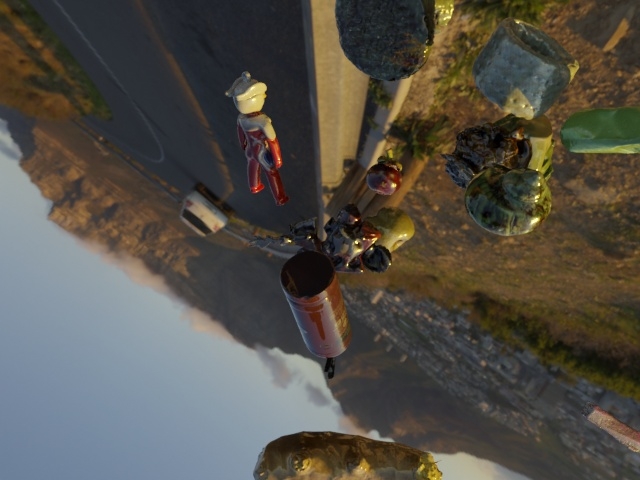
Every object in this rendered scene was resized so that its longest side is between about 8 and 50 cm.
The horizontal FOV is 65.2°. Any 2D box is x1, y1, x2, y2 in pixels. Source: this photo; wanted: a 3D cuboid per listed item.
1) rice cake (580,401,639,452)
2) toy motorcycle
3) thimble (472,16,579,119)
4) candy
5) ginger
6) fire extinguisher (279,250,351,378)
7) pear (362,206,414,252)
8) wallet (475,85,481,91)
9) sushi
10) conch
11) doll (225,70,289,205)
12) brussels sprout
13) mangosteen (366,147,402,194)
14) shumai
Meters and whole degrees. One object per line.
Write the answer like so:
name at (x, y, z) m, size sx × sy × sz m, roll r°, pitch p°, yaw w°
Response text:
rice cake at (0.694, 0.438, 1.157) m, size 0.206 × 0.047 × 0.036 m, roll 33°, pitch -170°, yaw -6°
toy motorcycle at (0.000, 0.000, 1.433) m, size 0.400 × 0.207 × 0.134 m, roll -1°, pitch -160°, yaw 12°
thimble at (0.631, -0.528, 1.543) m, size 0.291 × 0.291 × 0.195 m, roll 37°, pitch 136°, yaw 7°
candy at (0.841, -0.302, 1.412) m, size 0.142 × 0.132 × 0.343 m, roll 45°, pitch 178°, yaw -19°
ginger at (0.048, 0.489, 1.048) m, size 0.374 × 0.166 × 0.236 m, roll 13°, pitch 142°, yaw 6°
fire extinguisher at (0.001, 0.175, 1.097) m, size 0.114 × 0.136 × 0.337 m, roll 2°, pitch 142°, yaw 15°
pear at (0.222, -0.036, 1.656) m, size 0.137 × 0.167 × 0.167 m, roll 58°, pitch -178°, yaw 25°
wallet at (0.722, -0.624, 2.027) m, size 0.165 × 0.030 × 0.111 m, roll 20°, pitch 157°, yaw 7°
sushi at (0.493, -0.249, 1.490) m, size 0.213 × 0.204 × 0.200 m, roll 40°, pitch 180°, yaw 40°
conch at (0.401, -0.098, 1.085) m, size 0.124 × 0.181 × 0.188 m, roll 10°, pitch -128°, yaw -48°
doll at (-0.179, -0.287, 1.420) m, size 0.188 × 0.099 × 0.384 m, roll 29°, pitch 143°, yaw 37°
brussels sprout at (0.701, -0.298, 1.784) m, size 0.246 × 0.329 × 0.328 m, roll -4°, pitch 172°, yaw -2°
mangosteen at (0.273, -0.271, 2.038) m, size 0.145 × 0.182 × 0.155 m, roll 40°, pitch 166°, yaw -35°
shumai at (0.263, -0.797, 1.761) m, size 0.394 × 0.348 × 0.396 m, roll 18°, pitch 132°, yaw 21°
